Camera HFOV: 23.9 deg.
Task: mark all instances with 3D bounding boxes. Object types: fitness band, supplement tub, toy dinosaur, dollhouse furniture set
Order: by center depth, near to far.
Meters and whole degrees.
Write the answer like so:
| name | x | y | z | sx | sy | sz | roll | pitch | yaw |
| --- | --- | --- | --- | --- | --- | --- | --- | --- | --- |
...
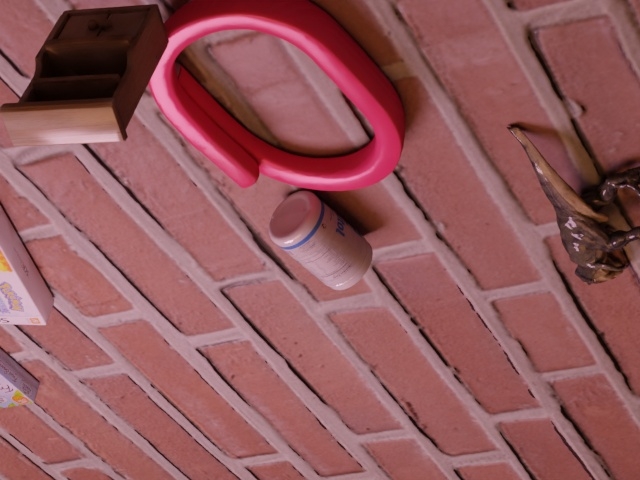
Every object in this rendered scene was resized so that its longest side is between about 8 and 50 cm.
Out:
| name | x | y | z | sx | sy | sz | roll | pitch | yaw |
| --- | --- | --- | --- | --- | --- | --- | --- | --- | --- |
| dollhouse furniture set | -0.228 | -0.225 | 1.307 | 0.212 | 0.161 | 0.242 | -2 | 130 | 16 |
| fitness band | -0.041 | -0.142 | 1.514 | 0.209 | 0.054 | 0.291 | -19 | 136 | 31 |
| toy dinosaur | 0.293 | -0.026 | 1.584 | 0.118 | 0.064 | 0.268 | -4 | 139 | 30 |
| supplement tub | 0.000 | 0.000 | 1.679 | 0.071 | 0.071 | 0.107 | -20 | 136 | 35 |

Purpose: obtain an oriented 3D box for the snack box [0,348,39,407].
| name | x | y | z | sx | sy | sz | roll | pitch | yaw |
| --- | --- | --- | --- | --- | --- | --- | --- | --- | --- |
| snack box | -0.467 | 0.180 | 2.072 | 0.100 | 0.037 | 0.141 | -9 | 141 | 27 |

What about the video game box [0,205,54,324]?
| name | x | y | z | sx | sy | sz | roll | pitch | yaw |
| --- | --- | --- | --- | --- | --- | --- | --- | --- | --- |
| video game box | -0.448 | 0.031 | 1.854 | 0.187 | 0.048 | 0.205 | -1 | 143 | 13 |
